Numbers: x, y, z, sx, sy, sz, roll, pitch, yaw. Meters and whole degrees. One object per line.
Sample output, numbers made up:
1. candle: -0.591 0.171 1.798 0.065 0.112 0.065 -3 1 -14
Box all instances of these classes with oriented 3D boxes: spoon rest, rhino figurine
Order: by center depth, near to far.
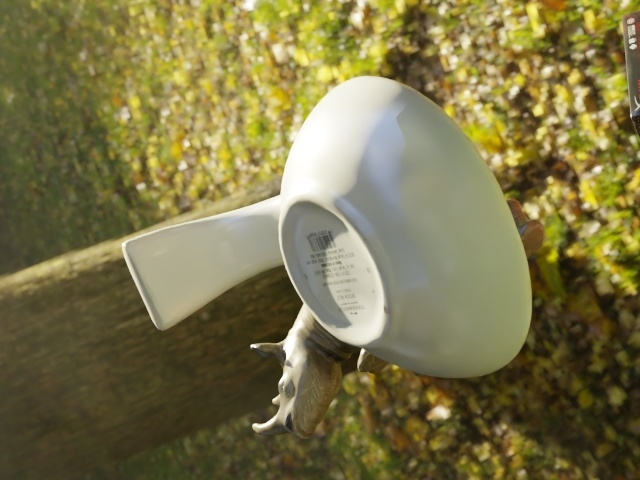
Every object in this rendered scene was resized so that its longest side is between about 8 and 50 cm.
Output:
1. spoon rest: 0.000 0.000 0.537 0.276 0.084 0.137 -6 109 56
2. rhino figurine: 0.034 0.045 0.761 0.243 0.073 0.106 -49 43 15

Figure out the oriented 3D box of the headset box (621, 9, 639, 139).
1. headset box: 0.173 -0.075 0.473 0.083 0.062 0.032 -12 141 26
